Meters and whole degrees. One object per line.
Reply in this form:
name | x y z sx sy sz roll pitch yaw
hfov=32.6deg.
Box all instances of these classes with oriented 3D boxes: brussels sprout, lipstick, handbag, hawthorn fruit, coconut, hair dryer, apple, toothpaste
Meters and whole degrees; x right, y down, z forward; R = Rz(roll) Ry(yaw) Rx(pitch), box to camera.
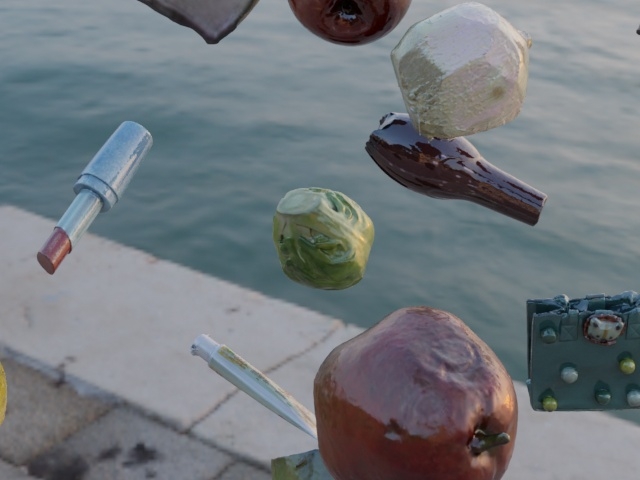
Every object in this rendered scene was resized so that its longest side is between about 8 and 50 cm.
brussels sprout | 0.000 0.000 2.110 0.223 0.223 0.161 16 39 27
lipstick | -0.337 -0.063 1.613 0.061 0.068 0.274 -16 36 47
handbag | 0.529 0.226 2.107 0.269 0.274 0.100 -1 40 5
hawthorn fruit | 0.112 0.187 1.161 0.224 0.224 0.261 -5 10 -19
coconut | 0.199 -0.233 1.485 0.194 0.194 0.194 3 23 -1
hair dryer | 0.250 -0.199 1.745 0.313 0.340 0.123 22 40 8
apple | 0.048 -0.436 1.819 0.218 0.218 0.201 5 59 4
toothpaste | -0.103 0.269 1.984 0.314 0.056 0.058 34 57 19

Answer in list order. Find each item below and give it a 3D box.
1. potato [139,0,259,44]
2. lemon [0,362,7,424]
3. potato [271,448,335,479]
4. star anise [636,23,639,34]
potato | -0.085 -0.321 0.827 0.189 0.211 0.264 27 41 -15
lemon | -0.482 0.207 1.368 0.174 0.206 0.173 9 -1 0
potato | 0.073 0.451 1.746 0.270 0.255 0.112 -8 -12 -8
star anise | 0.618 -0.399 1.681 0.315 0.315 0.108 -12 50 -32
